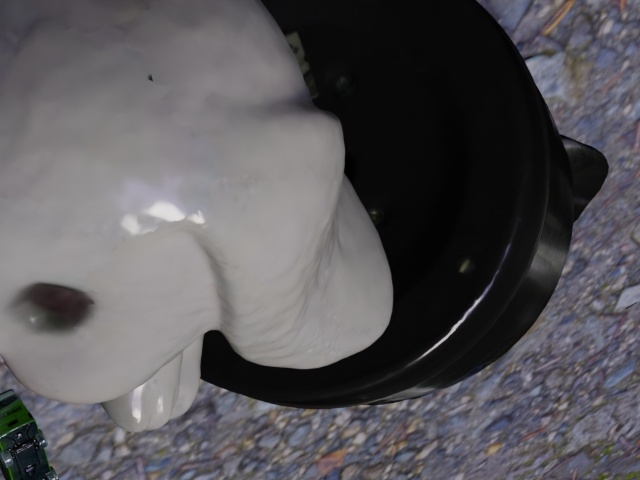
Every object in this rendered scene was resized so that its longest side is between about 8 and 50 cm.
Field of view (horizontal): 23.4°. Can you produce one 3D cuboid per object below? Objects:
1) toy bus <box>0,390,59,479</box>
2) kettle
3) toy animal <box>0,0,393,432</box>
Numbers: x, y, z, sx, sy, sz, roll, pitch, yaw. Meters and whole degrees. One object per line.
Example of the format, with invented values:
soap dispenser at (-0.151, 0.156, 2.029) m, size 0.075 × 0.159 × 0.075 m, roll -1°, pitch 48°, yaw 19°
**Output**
toy bus at (-0.190, 0.135, 0.980) m, size 0.031 × 0.037 × 0.083 m, roll -28°, pitch 143°, yaw -21°
kettle at (0.000, 0.000, 0.885) m, size 0.321 × 0.228 × 0.324 m, roll -25°, pitch 166°, yaw 13°
toy animal at (-0.076, -0.029, 0.598) m, size 0.249 × 0.289 × 0.174 m, roll 40°, pitch 88°, yaw -27°
